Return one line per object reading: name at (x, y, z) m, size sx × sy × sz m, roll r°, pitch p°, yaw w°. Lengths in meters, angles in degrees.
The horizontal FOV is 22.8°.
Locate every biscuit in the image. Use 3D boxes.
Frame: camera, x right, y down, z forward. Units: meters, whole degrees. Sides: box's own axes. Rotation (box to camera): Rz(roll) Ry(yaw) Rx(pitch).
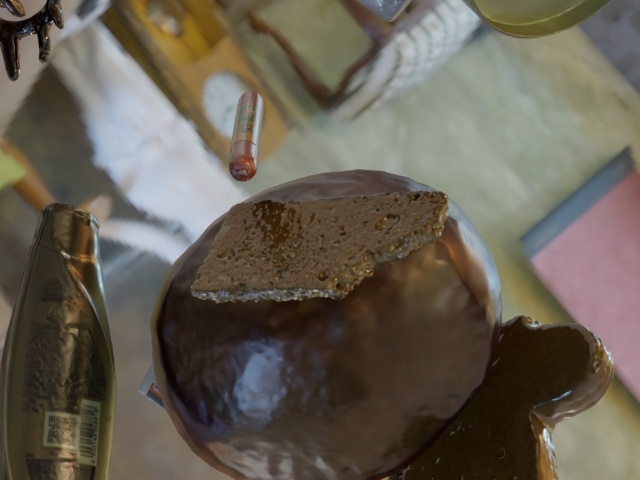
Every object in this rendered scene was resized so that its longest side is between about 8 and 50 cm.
biscuit at (0.194, 0.283, 1.866) m, size 0.368 × 0.076 × 0.394 m, roll -25°, pitch -134°, yaw 35°
biscuit at (0.001, 0.008, 1.502) m, size 0.237 × 0.026 × 0.131 m, roll -2°, pitch -136°, yaw 25°

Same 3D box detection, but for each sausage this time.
sausage at (-0.074, -0.107, 1.607) m, size 0.029 × 0.029 × 0.223 m, roll -42°, pitch -162°, yaw 17°

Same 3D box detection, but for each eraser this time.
eraser at (-0.177, 0.203, 2.055) m, size 0.052 × 0.122 × 0.029 m, roll -62°, pitch 150°, yaw 2°

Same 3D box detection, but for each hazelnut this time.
hazelnut at (0.009, 0.101, 1.818) m, size 0.421 × 0.353 × 0.421 m, roll -49°, pitch 173°, yaw -8°

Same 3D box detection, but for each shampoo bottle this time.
shampoo bottle at (-0.282, 0.133, 1.715) m, size 0.126 × 0.350 × 0.084 m, roll 8°, pitch 158°, yaw -23°

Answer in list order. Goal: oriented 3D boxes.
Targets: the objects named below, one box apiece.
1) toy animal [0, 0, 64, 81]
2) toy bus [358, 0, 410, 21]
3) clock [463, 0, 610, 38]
toy animal at (-0.296, -0.204, 1.033) m, size 0.243 × 0.260 × 0.087 m, roll -14°, pitch 157°, yaw 1°
toy bus at (0.116, -0.325, 1.534) m, size 0.268 × 0.092 × 0.106 m, roll -48°, pitch -174°, yaw 39°
clock at (0.217, -0.287, 1.402) m, size 0.235 × 0.029 × 0.235 m, roll -21°, pitch 136°, yaw -22°
